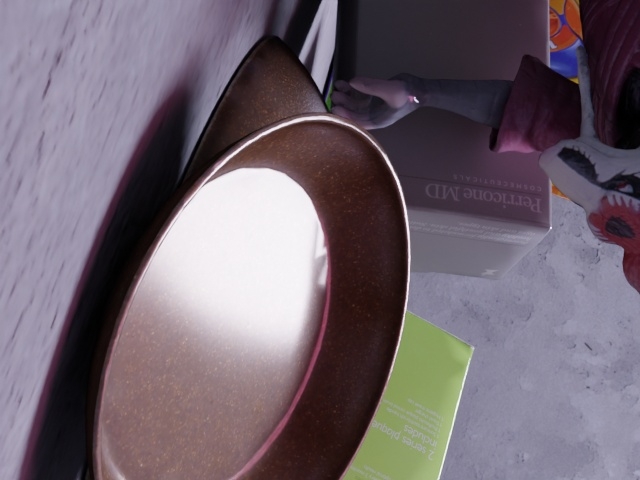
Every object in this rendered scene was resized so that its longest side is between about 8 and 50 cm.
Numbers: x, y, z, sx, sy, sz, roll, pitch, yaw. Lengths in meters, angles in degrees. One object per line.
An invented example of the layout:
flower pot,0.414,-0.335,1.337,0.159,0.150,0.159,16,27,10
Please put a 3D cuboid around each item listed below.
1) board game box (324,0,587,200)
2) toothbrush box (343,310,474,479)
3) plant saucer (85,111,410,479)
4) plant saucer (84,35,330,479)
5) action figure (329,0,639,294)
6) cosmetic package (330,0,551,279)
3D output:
board game box,0.244,-0.290,0.998,0.356,0.356,0.356,-68,176,-54
toothbrush box,-0.028,0.192,0.697,0.206,0.122,0.283,-40,-156,54
plant saucer,-0.029,0.043,0.420,0.198,0.036,0.199,-28,126,-47
plant saucer,-0.051,0.043,0.568,0.310,0.050,0.311,19,90,-87
action figure,0.186,-0.130,0.562,0.248,0.275,0.370,-21,-125,47
cosmetic package,0.073,-0.104,0.653,0.107,0.127,0.238,113,-20,-65
